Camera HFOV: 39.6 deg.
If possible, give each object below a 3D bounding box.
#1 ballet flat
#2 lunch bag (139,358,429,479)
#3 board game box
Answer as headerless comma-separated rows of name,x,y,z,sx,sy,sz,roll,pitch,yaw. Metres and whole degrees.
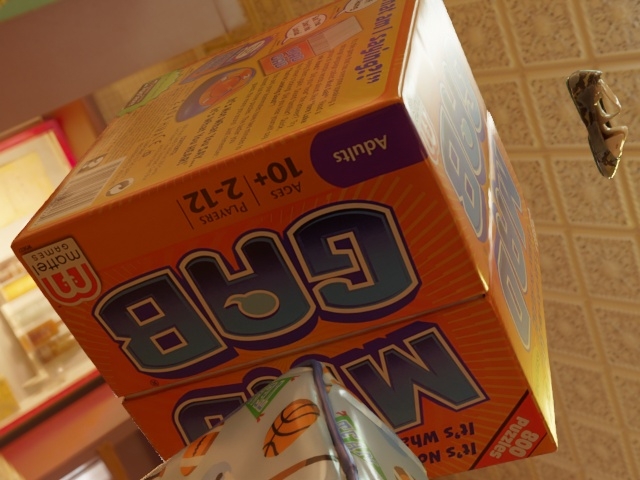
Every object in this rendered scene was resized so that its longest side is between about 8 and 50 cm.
ballet flat,0.445,-0.182,1.394,0.070,0.070,0.188,6,-49,55
lunch bag,-0.045,0.204,0.447,0.115,0.243,0.303,48,6,-17
board game box,0.000,0.000,0.890,0.356,0.357,0.356,-18,-63,20
